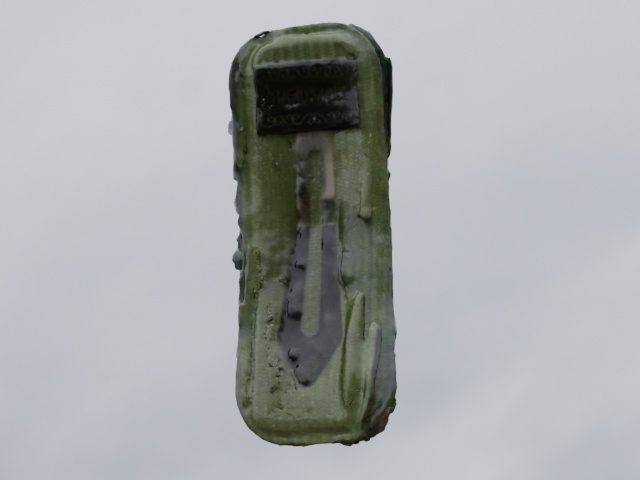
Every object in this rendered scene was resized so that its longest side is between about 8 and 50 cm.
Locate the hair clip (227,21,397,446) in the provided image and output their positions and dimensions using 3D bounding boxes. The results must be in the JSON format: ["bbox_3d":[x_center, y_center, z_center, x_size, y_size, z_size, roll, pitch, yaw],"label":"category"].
[{"bbox_3d":[0.001,-0.001,1.383,0.138,0.321,0.091,-4,-13,19],"label":"hair clip"}]
